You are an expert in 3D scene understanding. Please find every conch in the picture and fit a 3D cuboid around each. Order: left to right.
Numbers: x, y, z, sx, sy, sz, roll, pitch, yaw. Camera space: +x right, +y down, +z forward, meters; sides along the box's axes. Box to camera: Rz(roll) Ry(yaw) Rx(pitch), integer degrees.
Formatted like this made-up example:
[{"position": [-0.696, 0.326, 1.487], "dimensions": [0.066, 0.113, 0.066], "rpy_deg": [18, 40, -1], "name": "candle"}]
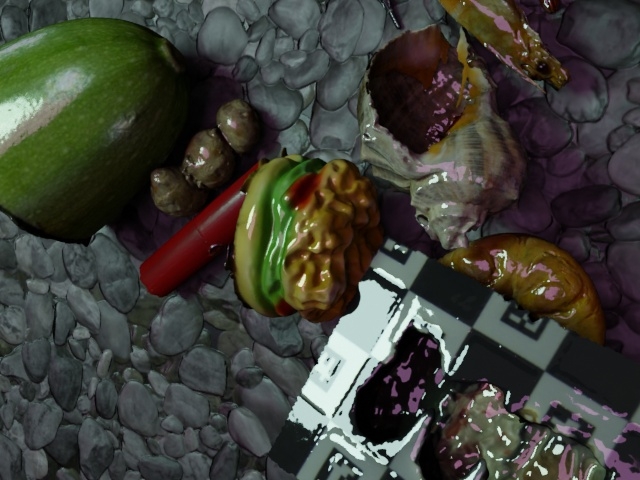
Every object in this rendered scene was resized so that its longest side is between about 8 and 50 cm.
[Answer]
[{"position": [0.140, -0.120, 0.772], "dimensions": [0.209, 0.159, 0.292], "rpy_deg": [7, 57, -6], "name": "conch"}]

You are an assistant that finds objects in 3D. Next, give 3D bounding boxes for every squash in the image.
[{"position": [-0.342, -0.202, 0.914], "dimensions": [0.308, 0.310, 0.310], "rpy_deg": [-40, 78, 4], "name": "squash"}]

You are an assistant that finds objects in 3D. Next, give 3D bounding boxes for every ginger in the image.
[{"position": [-0.165, -0.119, 0.924], "dimensions": [0.204, 0.104, 0.080], "rpy_deg": [-44, 61, 1], "name": "ginger"}]

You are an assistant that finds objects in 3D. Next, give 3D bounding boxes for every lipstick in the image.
[{"position": [-0.160, -0.016, 0.946], "dimensions": [0.279, 0.073, 0.073], "rpy_deg": [-38, 80, 21], "name": "lipstick"}]

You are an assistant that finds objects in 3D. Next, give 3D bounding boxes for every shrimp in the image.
[{"position": [0.229, -0.290, 0.764], "dimensions": [0.150, 0.068, 0.249], "rpy_deg": [-27, 84, 2], "name": "shrimp"}]

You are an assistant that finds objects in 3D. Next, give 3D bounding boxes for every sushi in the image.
[{"position": [0.165, 0.208, 0.679], "dimensions": [0.372, 0.100, 0.297], "rpy_deg": [28, 87, 33], "name": "sushi"}]

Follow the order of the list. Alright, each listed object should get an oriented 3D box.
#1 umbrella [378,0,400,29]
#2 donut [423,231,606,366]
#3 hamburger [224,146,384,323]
[{"position": [0.048, -0.408, 0.851], "dimensions": [0.044, 0.044, 0.269], "rpy_deg": [-36, 81, 48], "name": "umbrella"}, {"position": [0.228, 0.096, 0.771], "dimensions": [0.226, 0.113, 0.227], "rpy_deg": [2, 95, 23], "name": "donut"}, {"position": [0.000, 0.000, 0.806], "dimensions": [0.148, 0.237, 0.237], "rpy_deg": [10, 97, 22], "name": "hamburger"}]
